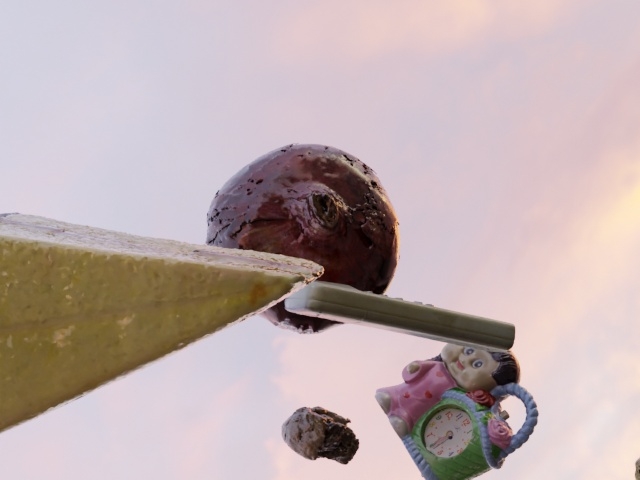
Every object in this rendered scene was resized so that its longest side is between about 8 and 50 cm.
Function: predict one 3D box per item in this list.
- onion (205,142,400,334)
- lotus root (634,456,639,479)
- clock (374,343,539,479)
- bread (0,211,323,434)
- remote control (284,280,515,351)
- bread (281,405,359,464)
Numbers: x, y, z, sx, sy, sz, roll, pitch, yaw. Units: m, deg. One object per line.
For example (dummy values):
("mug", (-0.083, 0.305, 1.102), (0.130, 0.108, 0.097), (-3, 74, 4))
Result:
("onion", (-0.019, -0.010, 1.194), (0.252, 0.252, 0.219), (-54, -2, -14))
("lotus root", (0.414, 0.276, 1.118), (0.049, 0.099, 0.054), (-123, 52, -77))
("clock", (0.195, 0.225, 1.296), (0.195, 0.194, 0.100), (-36, -40, 2))
("bread", (-0.140, 0.078, 0.681), (0.167, 0.263, 0.163), (-19, -63, -83))
("remote control", (0.081, 0.078, 0.986), (0.233, 0.098, 0.038), (13, -96, -16))
("bread", (-0.003, 0.250, 1.241), (0.113, 0.082, 0.060), (22, -88, -57))
